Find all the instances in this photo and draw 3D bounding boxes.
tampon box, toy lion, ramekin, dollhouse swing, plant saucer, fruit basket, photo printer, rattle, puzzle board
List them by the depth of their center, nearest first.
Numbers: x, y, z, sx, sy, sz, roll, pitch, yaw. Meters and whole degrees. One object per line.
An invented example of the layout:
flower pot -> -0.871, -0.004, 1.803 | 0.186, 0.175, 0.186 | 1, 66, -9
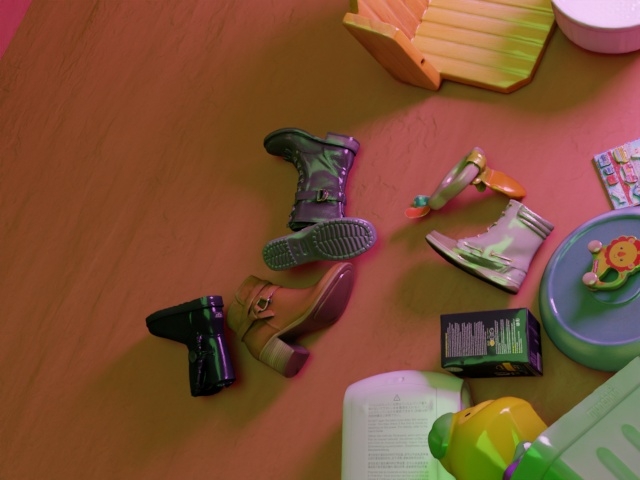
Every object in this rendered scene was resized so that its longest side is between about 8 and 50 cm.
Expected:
fruit basket -> 0.343, 0.325, 1.165 | 0.392, 0.392, 0.283 | 36, 126, 33
toy lion -> 0.506, 0.038, 1.307 | 0.096, 0.034, 0.100 | 1, 64, 37
plant saucer -> 0.520, 0.072, 1.325 | 0.317, 0.044, 0.317 | -26, 47, 31
tampon box -> 0.312, 0.192, 1.395 | 0.161, 0.120, 0.101 | -8, 67, 26
photo printer -> 0.160, 0.395, 1.406 | 0.256, 0.107, 0.307 | -9, 67, 25
puzzle board -> 0.583, -0.126, 1.439 | 0.096, 0.011, 0.128 | -22, 63, 19
ramekin -> 0.582, -0.503, 1.492 | 0.277, 0.135, 0.277 | -5, 72, 18
rattle -> 0.292, -0.084, 1.567 | 0.199, 0.143, 0.130 | -50, 23, 21
dollhouse swing -> 0.294, -0.519, 1.598 | 0.305, 0.315, 0.347 | 19, 80, 43

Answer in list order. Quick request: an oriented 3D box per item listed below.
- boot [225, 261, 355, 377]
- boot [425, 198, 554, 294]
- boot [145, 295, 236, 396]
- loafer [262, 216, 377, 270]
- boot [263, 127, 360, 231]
boot -> -0.070, 0.129, 1.647 | 0.220, 0.109, 0.283 | 34, 96, 37
boot -> 0.328, -0.010, 1.492 | 0.213, 0.077, 0.165 | 30, 87, 28
boot -> -0.295, 0.249, 1.709 | 0.246, 0.094, 0.207 | -20, 73, 37
loafer -> 0.000, 0.000, 1.641 | 0.251, 0.087, 0.094 | -10, 99, 15
boot -> -0.039, -0.131, 1.725 | 0.263, 0.091, 0.229 | 7, 74, 28
